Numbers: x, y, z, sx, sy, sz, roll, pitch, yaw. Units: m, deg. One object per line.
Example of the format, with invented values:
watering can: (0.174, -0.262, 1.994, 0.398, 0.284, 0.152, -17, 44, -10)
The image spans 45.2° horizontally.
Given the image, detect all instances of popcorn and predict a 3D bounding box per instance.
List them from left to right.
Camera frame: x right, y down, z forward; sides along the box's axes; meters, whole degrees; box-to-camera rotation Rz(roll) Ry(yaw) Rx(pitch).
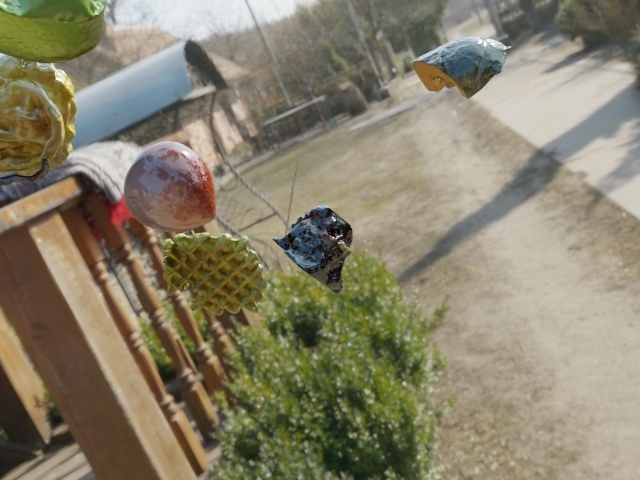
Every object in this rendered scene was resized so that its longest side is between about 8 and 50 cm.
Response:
popcorn: (-0.759, -0.287, 1.943, 0.349, 0.382, 0.349, -22, -34, -16)

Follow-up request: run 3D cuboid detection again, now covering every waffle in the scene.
waffle: (-0.253, 0.084, 1.847, 0.250, 0.261, 0.056, 1, 36, 3)

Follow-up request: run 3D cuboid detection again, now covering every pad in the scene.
pad: (-0.109, -0.152, 2.312, 0.055, 0.250, 0.323, 7, -8, 14)

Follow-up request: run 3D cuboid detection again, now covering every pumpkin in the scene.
pumpkin: (0.329, -0.440, 1.833, 0.163, 0.111, 0.278, -46, 21, 0)

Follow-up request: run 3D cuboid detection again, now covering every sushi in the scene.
sushi: (0.000, 0.000, 1.868, 0.150, 0.153, 0.172, -51, 44, 2)

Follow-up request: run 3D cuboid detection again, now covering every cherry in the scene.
cherry: (-0.387, -0.131, 1.984, 0.239, 0.206, 0.239, -19, 54, 28)

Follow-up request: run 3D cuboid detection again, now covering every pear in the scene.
pear: (-0.540, -0.466, 1.411, 0.238, 0.318, 0.342, -24, 42, 44)

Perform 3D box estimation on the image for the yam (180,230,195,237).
yam: (-0.435, -0.007, 2.483, 0.043, 0.043, 0.094, -35, 6, -40)
